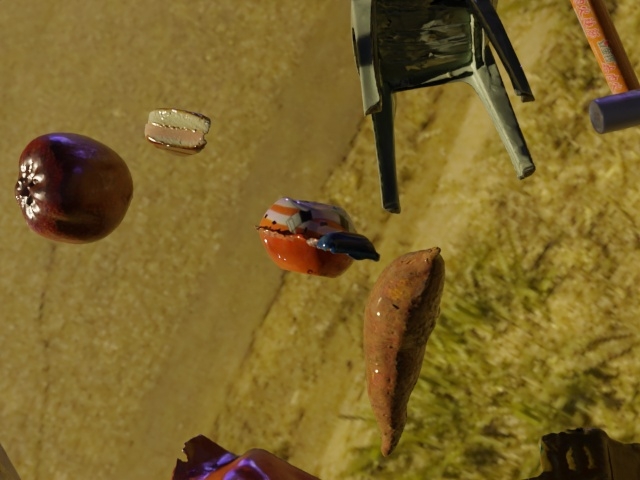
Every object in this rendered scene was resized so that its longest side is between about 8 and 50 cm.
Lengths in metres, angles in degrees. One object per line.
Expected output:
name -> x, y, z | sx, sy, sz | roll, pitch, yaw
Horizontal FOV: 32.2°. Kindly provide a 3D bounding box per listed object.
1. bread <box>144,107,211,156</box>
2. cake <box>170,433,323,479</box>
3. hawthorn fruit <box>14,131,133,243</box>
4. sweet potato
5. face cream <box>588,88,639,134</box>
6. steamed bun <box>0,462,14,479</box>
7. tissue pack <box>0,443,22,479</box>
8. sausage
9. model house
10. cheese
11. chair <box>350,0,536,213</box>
bread -> -0.154, -0.115, 1.173 | 0.109, 0.062, 0.043 | -177, 101, -71
cake -> -0.011, 0.275, 1.000 | 0.135, 0.287, 0.098 | -41, -30, -71
hawthorn fruit -> -0.353, -0.078, 1.640 | 0.169, 0.188, 0.169 | 4, 96, 48
sweet potato -> 0.064, 0.087, 0.949 | 0.068, 0.068, 0.226 | -122, 35, -52
face cream -> 0.523, -0.214, 1.729 | 0.198, 0.057, 0.084 | -14, 15, -4
steamed bun -> -0.499, 0.357, 1.244 | 0.237, 0.346, 0.394 | -36, -4, 1
tissue pack -> -0.548, 0.358, 1.589 | 0.125, 0.343, 0.242 | -22, 10, 19
sausage -> 0.519, -0.348, 2.006 | 0.053, 0.348, 0.053 | -24, 33, 17
model house -> 0.329, 0.388, 1.556 | 0.173, 0.239, 0.268 | -12, 59, 61
cheese -> 0.000, 0.000, 1.942 | 0.329, 0.217, 0.129 | -162, 81, -70
chair -> 0.127, -0.200, 1.093 | 0.190, 0.203, 0.274 | -10, 62, 5
